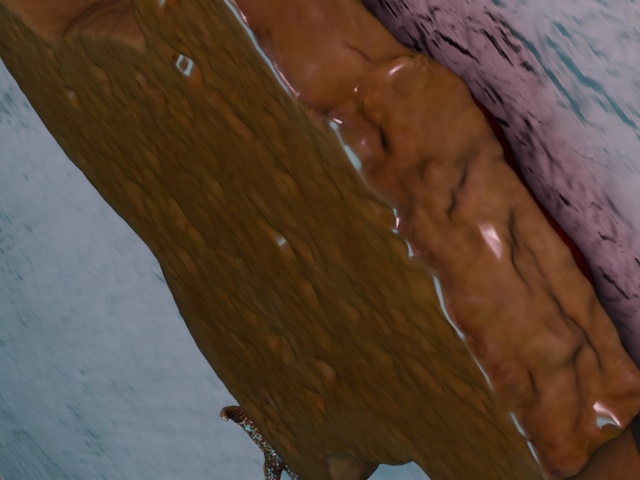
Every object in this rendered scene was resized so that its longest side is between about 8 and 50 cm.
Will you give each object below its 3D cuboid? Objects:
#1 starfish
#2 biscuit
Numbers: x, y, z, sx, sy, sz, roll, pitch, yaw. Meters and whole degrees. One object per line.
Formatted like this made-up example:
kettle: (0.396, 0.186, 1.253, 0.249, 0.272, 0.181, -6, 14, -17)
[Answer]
starfish: (-0.031, 0.136, 1.126, 0.078, 0.028, 0.091, 35, 152, 26)
biscuit: (0.000, 0.000, 0.767, 0.368, 0.076, 0.394, 56, 163, -10)
